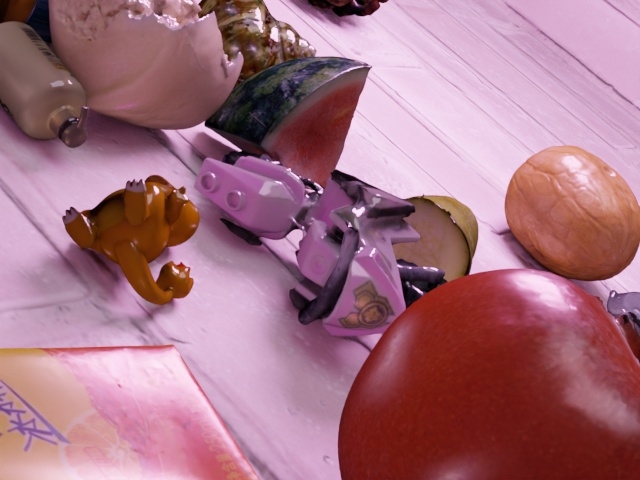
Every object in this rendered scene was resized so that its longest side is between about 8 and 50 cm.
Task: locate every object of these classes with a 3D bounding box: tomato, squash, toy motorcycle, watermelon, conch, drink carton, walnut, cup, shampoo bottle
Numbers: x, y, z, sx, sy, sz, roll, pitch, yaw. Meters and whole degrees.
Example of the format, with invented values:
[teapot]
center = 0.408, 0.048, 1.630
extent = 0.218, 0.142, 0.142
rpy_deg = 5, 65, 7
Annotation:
[tomato]
center = 0.165, 0.190, 0.866
extent = 0.341, 0.273, 0.341
rpy_deg = 57, 9, -14
[squash]
center = 0.143, -0.013, 1.388
extent = 0.137, 0.137, 0.287
rpy_deg = 36, 19, 3
[toy motorcycle]
center = 0.000, 0.000, 1.152
extent = 0.327, 0.143, 0.188
rpy_deg = 35, 24, 19
[watermelon]
center = -0.031, -0.157, 1.347
extent = 0.136, 0.207, 0.202
rpy_deg = 56, -10, 23
[conch]
center = -0.103, -0.286, 1.557
extent = 0.181, 0.124, 0.187
rpy_deg = 36, 17, -3
[drink carton]
center = -0.216, 0.150, 0.647
extent = 0.351, 0.111, 0.154
rpy_deg = 5, 37, -47
[walnut]
center = 0.387, -0.040, 1.649
extent = 0.193, 0.193, 0.225
rpy_deg = 8, 34, -44
[cup]
center = -0.308, -0.292, 1.308
extent = 0.150, 0.113, 0.138
rpy_deg = 12, 7, 37
[shampoo bottle]
center = -0.295, -0.155, 1.137
extent = 0.162, 0.079, 0.079
rpy_deg = 48, 28, 25

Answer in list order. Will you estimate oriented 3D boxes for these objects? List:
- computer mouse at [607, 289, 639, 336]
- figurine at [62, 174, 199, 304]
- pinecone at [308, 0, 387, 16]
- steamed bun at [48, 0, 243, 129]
[computer mouse]
center = 0.537, 0.204, 1.476
extent = 0.374, 0.114, 0.203
rpy_deg = 34, 26, 17
[figurine]
center = -0.157, -0.001, 1.039
extent = 0.122, 0.121, 0.176
rpy_deg = 64, 16, -4
[pinecone]
center = 0.040, -0.543, 2.089
extent = 0.224, 0.224, 0.272
rpy_deg = 40, -6, 12
[steamed bun]
center = -0.185, -0.234, 1.246
extent = 0.225, 0.171, 0.199
rpy_deg = 8, 74, -68
